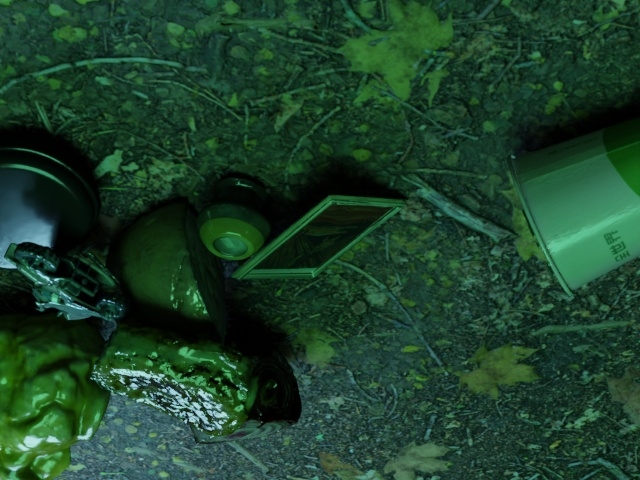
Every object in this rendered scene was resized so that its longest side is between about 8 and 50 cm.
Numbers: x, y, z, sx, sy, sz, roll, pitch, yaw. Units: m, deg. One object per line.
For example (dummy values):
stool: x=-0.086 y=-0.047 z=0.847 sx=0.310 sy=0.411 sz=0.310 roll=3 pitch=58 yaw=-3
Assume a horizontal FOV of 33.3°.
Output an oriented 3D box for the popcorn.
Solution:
popcorn: x=-0.561 y=0.292 z=2.072 sx=0.293 sy=0.292 sz=0.334 roll=19 pitch=139 yaw=-11

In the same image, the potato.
potato: x=-0.310 y=0.085 z=1.914 sx=0.264 sy=0.211 sz=0.189 roll=-15 pitch=141 yaw=20

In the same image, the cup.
cup: x=0.463 y=-0.073 z=1.694 sx=0.274 sy=0.253 sz=0.253 roll=-24 pitch=130 yaw=17

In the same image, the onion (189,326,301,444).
onion: x=-0.146 y=0.284 z=2.119 sx=0.207 sy=0.206 sz=0.216 roll=4 pitch=159 yaw=-44

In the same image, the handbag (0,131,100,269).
handbag: x=-0.523 y=-0.063 z=1.857 sx=0.308 sy=0.093 sz=0.254 roll=-32 pitch=127 yaw=30

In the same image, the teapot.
teapot: x=-0.144 y=-0.027 z=1.853 sx=0.130 sy=0.119 sz=0.166 roll=2 pitch=145 yaw=10

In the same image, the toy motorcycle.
toy motorcycle: x=-0.464 y=0.078 z=1.865 sx=0.204 sy=0.108 sz=0.239 roll=-6 pitch=130 yaw=43

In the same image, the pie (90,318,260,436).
pie: x=-0.258 y=0.251 z=1.908 sx=0.288 sy=0.103 sz=0.354 roll=28 pitch=149 yaw=-12

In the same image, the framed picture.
framed picture: x=0.000 y=0.000 z=1.865 sx=0.216 sy=0.016 sz=0.273 roll=1 pitch=148 yaw=-47
